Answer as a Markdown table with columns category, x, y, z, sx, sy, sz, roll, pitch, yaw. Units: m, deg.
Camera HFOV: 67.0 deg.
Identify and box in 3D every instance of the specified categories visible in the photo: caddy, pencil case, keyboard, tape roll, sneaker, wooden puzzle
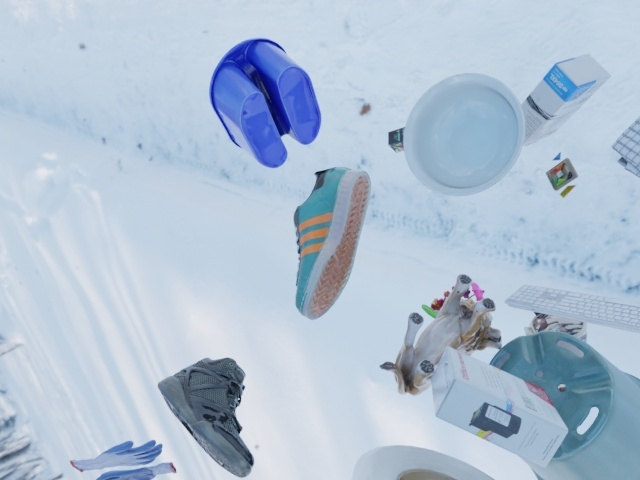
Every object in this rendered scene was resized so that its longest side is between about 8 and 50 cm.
| category | x | y | z | sx | sy | sz | roll | pitch | yaw |
| --- | --- | --- | --- | --- | --- | --- | --- | --- | --- |
| caddy | -0.147 | -0.357 | 1.272 | 0.179 | 0.241 | 0.341 | 47 | 170 | 30 |
| pencil case | 0.802 | 0.414 | 1.635 | 0.184 | 0.160 | 0.410 | -7 | 125 | 22 |
| keyboard | 0.432 | 0.107 | 0.783 | 0.256 | 0.072 | 0.014 | 8 | 125 | 52 |
| tape roll | 0.177 | 0.436 | 0.737 | 0.286 | 0.286 | 0.100 | 19 | 97 | 42 |
| sneaker | -0.151 | 0.259 | 0.760 | 0.228 | 0.130 | 0.087 | 27 | 141 | 45 |
| wooden puzzle | 0.667 | -0.182 | 1.337 | 0.078 | 0.014 | 0.116 | -48 | 47 | 39 |
| sneaker | 0.000 | 0.000 | 0.945 | 0.121 | 0.108 | 0.302 | 13 | 79 | 34 |

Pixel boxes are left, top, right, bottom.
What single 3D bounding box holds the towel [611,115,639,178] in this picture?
| category | x | y | z | sx | sy | sz | roll | pitch | yaw |
| --- | --- | --- | --- | --- | --- | --- | --- | --- | --- |
| towel | 0.764 | -0.181 | 0.941 | 0.235 | 0.121 | 0.283 | -57 | 41 | 25 |

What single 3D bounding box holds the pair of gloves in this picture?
| category | x | y | z | sx | sy | sz | roll | pitch | yaw |
| --- | --- | --- | --- | --- | --- | --- | --- | --- | --- |
| pair of gloves | -0.367 | 0.430 | 0.923 | 0.198 | 0.159 | 0.023 | 84 | 174 | -48 |

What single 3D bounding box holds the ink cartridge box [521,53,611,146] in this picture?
| category | x | y | z | sx | sy | sz | roll | pitch | yaw |
| --- | --- | --- | --- | --- | --- | --- | --- | --- | --- |
| ink cartridge box | 0.580 | -0.344 | 1.196 | 0.086 | 0.148 | 0.203 | 57 | 149 | 17 |

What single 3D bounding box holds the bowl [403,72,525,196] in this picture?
| category | x | y | z | sx | sy | sz | roll | pitch | yaw |
| --- | --- | --- | --- | --- | --- | --- | --- | --- | --- |
| bowl | 0.369 | -0.252 | 1.212 | 0.298 | 0.134 | 0.297 | -1 | 88 | 34 |

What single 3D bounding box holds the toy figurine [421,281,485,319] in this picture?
| category | x | y | z | sx | sy | sz | roll | pitch | yaw |
| --- | --- | --- | --- | --- | --- | --- | --- | --- | --- |
| toy figurine | 0.429 | 0.192 | 1.499 | 0.173 | 0.159 | 0.130 | 32 | 165 | 38 |

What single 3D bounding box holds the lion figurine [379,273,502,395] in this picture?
| category | x | y | z | sx | sy | sz | roll | pitch | yaw |
| --- | --- | --- | --- | --- | --- | --- | --- | --- | --- |
| lion figurine | 0.251 | 0.228 | 1.039 | 0.142 | 0.392 | 0.240 | 46 | 146 | 31 |

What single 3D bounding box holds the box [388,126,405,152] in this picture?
| category | x | y | z | sx | sy | sz | roll | pitch | yaw |
| --- | --- | --- | --- | --- | --- | --- | --- | --- | --- |
| box | 0.272 | -0.332 | 1.585 | 0.083 | 0.062 | 0.052 | -12 | 65 | 33 |

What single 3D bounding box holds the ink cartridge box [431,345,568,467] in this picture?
| category | x | y | z | sx | sy | sz | roll | pitch | yaw |
| --- | --- | --- | --- | --- | --- | --- | --- | --- | --- |
| ink cartridge box | 0.268 | 0.252 | 0.754 | 0.175 | 0.127 | 0.072 | 24 | 104 | 5 |

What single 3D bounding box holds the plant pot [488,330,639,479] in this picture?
| category | x | y | z | sx | sy | sz | roll | pitch | yaw |
| --- | --- | --- | --- | --- | --- | --- | --- | --- | --- |
| plant pot | 0.533 | 0.371 | 1.024 | 0.334 | 0.341 | 0.341 | 39 | 155 | -33 |
